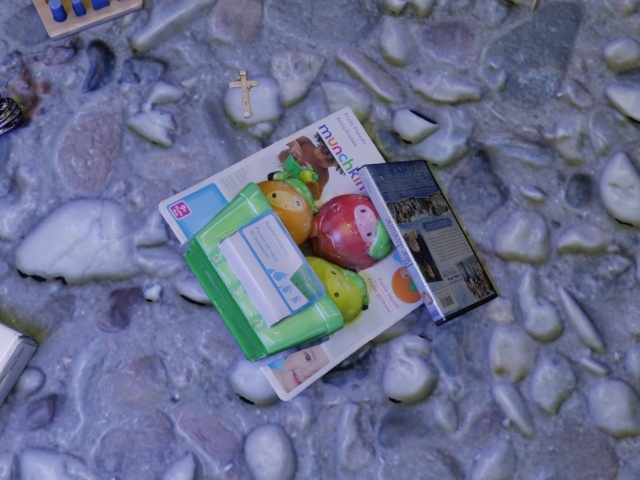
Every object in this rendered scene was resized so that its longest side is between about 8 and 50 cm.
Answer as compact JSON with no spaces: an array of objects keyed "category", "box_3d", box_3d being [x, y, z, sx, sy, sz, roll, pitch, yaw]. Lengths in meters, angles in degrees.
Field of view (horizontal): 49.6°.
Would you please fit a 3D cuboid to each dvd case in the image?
[{"category":"dvd case","box_3d":[0.165,-0.007,1.042,0.180,0.022,0.253,-12,72,-52]}]

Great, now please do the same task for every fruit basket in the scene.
[{"category":"fruit basket","box_3d":[0.000,0.000,1.002,0.353,0.165,0.327,-31,86,-20]}]

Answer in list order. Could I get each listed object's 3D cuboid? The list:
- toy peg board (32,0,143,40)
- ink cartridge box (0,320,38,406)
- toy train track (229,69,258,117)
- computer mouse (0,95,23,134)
[{"category":"toy peg board","box_3d":[-0.398,-0.435,1.120,0.161,0.079,0.161,-25,79,-12]},{"category":"ink cartridge box","box_3d":[-0.527,0.155,0.940,0.217,0.092,0.159,26,74,3]},{"category":"toy train track","box_3d":[-0.123,-0.242,1.132,0.048,0.014,0.083,-5,76,-8]},{"category":"computer mouse","box_3d":[-0.601,-0.251,1.058,0.188,0.072,0.272,-31,93,-15]}]
